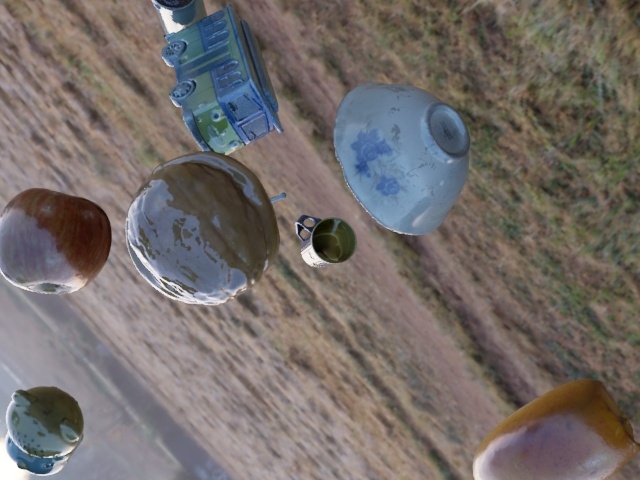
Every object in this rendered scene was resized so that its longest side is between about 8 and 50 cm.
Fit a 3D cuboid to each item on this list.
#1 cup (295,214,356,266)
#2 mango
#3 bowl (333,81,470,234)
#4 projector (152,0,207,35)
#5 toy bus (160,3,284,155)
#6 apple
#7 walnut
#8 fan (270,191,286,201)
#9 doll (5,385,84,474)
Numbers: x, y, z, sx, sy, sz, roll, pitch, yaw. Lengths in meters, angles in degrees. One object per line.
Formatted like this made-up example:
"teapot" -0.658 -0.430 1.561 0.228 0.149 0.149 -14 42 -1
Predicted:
"cup" 0.000 0.000 2.381 0.176 0.131 0.155 41 161 -5
"mango" 0.420 0.382 1.588 0.199 0.201 0.350 32 131 -30
"bowl" 0.188 -0.177 1.577 0.313 0.313 0.146 51 140 -12
"projector" -0.305 -0.495 1.890 0.108 0.108 0.337 46 173 5
"toy bus" -0.204 -0.326 1.753 0.152 0.190 0.312 59 -170 -47
"apple" -0.343 0.003 1.085 0.146 0.131 0.146 8 166 2
"walnut" -0.210 -0.022 1.513 0.285 0.285 0.296 47 -163 1
"fan" -0.175 -0.082 2.125 0.016 0.193 0.038 -83 -29 -71
"doll" -0.637 0.434 1.952 0.177 0.161 0.260 35 141 0
